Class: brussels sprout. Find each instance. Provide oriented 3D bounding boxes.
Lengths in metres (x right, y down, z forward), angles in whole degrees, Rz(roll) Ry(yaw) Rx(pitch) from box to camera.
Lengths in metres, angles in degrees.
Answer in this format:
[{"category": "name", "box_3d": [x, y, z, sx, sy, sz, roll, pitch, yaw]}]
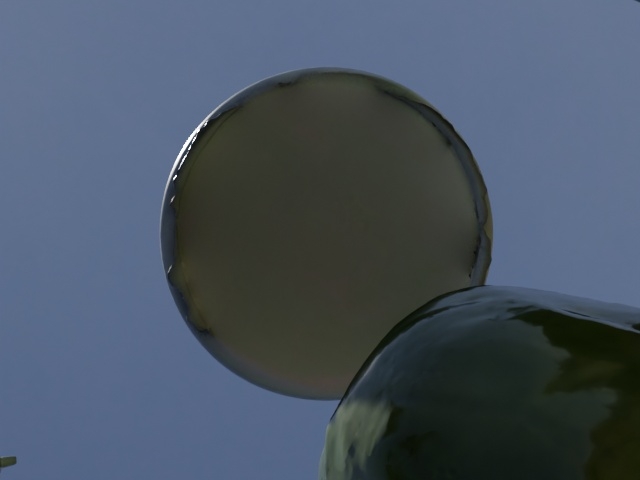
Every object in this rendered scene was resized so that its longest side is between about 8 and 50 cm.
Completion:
[{"category": "brussels sprout", "box_3d": [0.149, 0.157, 0.900, 0.247, 0.328, 0.328, -39, -54, -8]}]

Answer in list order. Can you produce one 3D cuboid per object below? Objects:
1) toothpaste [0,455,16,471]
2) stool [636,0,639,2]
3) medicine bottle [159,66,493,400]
[{"category": "toothpaste", "box_3d": [-0.339, 0.208, 1.650, 0.021, 0.140, 0.037, -116, 23, -44]}, {"category": "stool", "box_3d": [0.219, -0.226, 0.992, 0.195, 0.195, 0.199, -58, -9, 20]}, {"category": "medicine bottle", "box_3d": [0.000, 0.000, 1.325, 0.379, 0.214, 0.213, 142, 123, -88]}]
